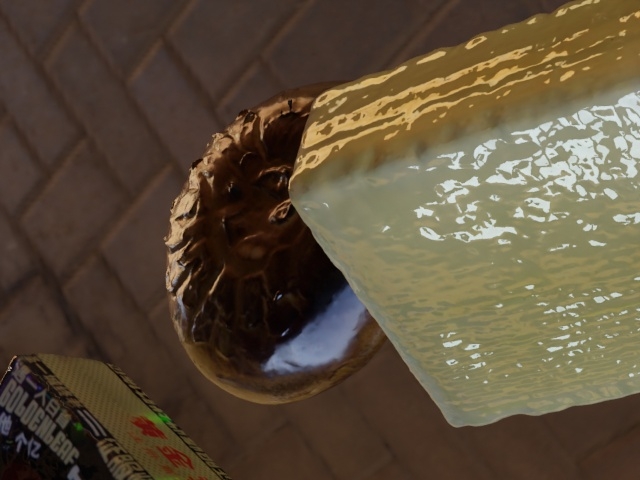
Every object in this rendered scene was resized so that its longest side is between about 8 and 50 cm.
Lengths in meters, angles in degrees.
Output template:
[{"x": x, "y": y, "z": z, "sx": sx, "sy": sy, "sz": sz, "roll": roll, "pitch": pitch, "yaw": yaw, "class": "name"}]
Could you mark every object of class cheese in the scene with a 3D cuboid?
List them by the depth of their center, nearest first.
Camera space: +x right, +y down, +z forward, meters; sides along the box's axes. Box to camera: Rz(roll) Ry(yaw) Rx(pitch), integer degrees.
[{"x": 0.153, "y": -0.014, "z": 0.957, "sx": 0.266, "sy": 0.123, "sz": 0.242, "roll": -17, "pitch": 128, "yaw": 29, "class": "cheese"}]

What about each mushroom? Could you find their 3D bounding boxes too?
[{"x": -0.001, "y": 0.000, "z": 1.275, "sx": 0.278, "sy": 0.163, "sz": 0.297, "roll": 35, "pitch": 91, "yaw": 25, "class": "mushroom"}]

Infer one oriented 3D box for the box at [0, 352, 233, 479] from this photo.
[{"x": -0.150, "y": 0.241, "z": 0.804, "sx": 0.198, "sy": 0.084, "sz": 0.310, "roll": 40, "pitch": 105, "yaw": 33, "class": "box"}]
